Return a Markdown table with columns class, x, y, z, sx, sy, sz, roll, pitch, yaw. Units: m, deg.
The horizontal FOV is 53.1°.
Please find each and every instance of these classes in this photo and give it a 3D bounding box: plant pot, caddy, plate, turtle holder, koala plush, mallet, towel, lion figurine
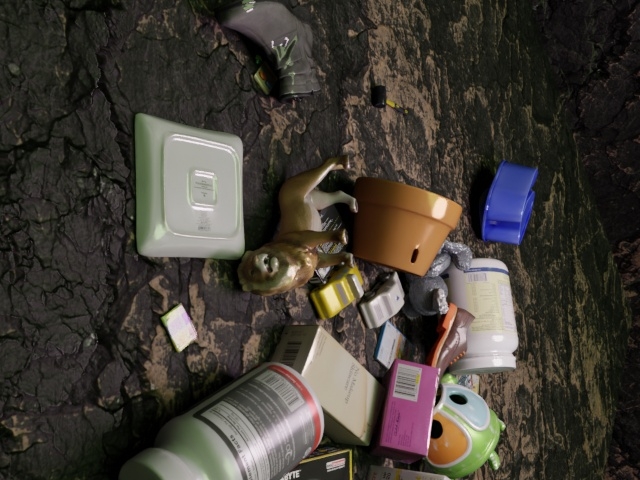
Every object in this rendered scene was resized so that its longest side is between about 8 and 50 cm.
| class | x | y | z | sx | sy | sz | roll | pitch | yaw |
| --- | --- | --- | --- | --- | --- | --- | --- | --- | --- |
| plant pot | 0.206 | -0.027 | 1.693 | 0.290 | 0.290 | 0.204 | 19 | 87 | -48 |
| caddy | 0.674 | -0.140 | 2.355 | 0.341 | 0.179 | 0.241 | -57 | 151 | -38 |
| plate | -0.248 | -0.103 | 1.302 | 0.277 | 0.045 | 0.278 | 5 | 81 | -51 |
| turtle holder | 0.390 | 0.514 | 1.856 | 0.227 | 0.243 | 0.320 | 49 | 52 | -11 |
| koala plush | 0.308 | 0.116 | 1.863 | 0.203 | 0.196 | 0.222 | 14 | 74 | -34 |
| mallet | 0.215 | -0.420 | 1.935 | 0.189 | 0.039 | 0.063 | 0 | 83 | -56 |
| towel | -0.276 | 0.172 | 1.255 | 0.060 | 0.009 | 0.083 | -40 | 115 | -45 |
| lion figurine | -0.045 | -0.041 | 1.460 | 0.392 | 0.240 | 0.142 | -81 | 159 | -43 |

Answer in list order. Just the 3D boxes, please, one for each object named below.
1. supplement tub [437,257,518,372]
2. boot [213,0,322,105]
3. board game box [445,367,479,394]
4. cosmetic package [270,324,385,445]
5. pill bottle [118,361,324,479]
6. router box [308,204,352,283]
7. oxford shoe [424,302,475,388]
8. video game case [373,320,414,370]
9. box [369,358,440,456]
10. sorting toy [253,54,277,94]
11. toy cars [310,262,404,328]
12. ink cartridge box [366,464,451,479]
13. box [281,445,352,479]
| class | x | y | z | sx | sy | sz | roll | pitch | yaw |
| --- | --- | --- | --- | --- | --- | --- | --- | --- | --- |
| supplement tub | 0.476 | 0.237 | 1.971 | 0.235 | 0.235 | 0.325 | 18 | 62 | -49 |
| boot | -0.096 | -0.427 | 1.465 | 0.338 | 0.118 | 0.223 | -17 | 99 | -55 |
| board game box | 0.455 | 0.547 | 2.084 | 0.165 | 0.042 | 0.244 | 28 | 64 | -46 |
| cosmetic package | 0.016 | 0.344 | 1.514 | 0.309 | 0.113 | 0.160 | 46 | 51 | -36 |
| pill bottle | -0.175 | 0.390 | 1.191 | 0.362 | 0.210 | 0.211 | -24 | 104 | -49 |
| router box | 0.000 | 0.000 | 1.593 | 0.133 | 0.046 | 0.179 | 60 | 44 | -26 |
| oxford shoe | 0.362 | 0.315 | 1.804 | 0.097 | 0.098 | 0.272 | 105 | 6 | -78 |
| video game case | 0.213 | 0.319 | 1.838 | 0.166 | 0.015 | 0.119 | 44 | 52 | -38 |
| box | 0.211 | 0.441 | 1.639 | 0.243 | 0.117 | 0.214 | 93 | 9 | -67 |
| sorting toy | -0.134 | -0.394 | 1.510 | 0.083 | 0.012 | 0.062 | 53 | 48 | -33 |
| toy cars | 0.126 | 0.139 | 1.698 | 0.393 | 0.087 | 0.177 | 18 | 71 | -49 |
| ink cartridge box | 0.239 | 0.697 | 1.642 | 0.168 | 0.232 | 0.171 | 45 | 53 | -35 |
| box | -0.051 | 0.612 | 1.420 | 0.321 | 0.079 | 0.257 | 10 | 79 | -50 |
